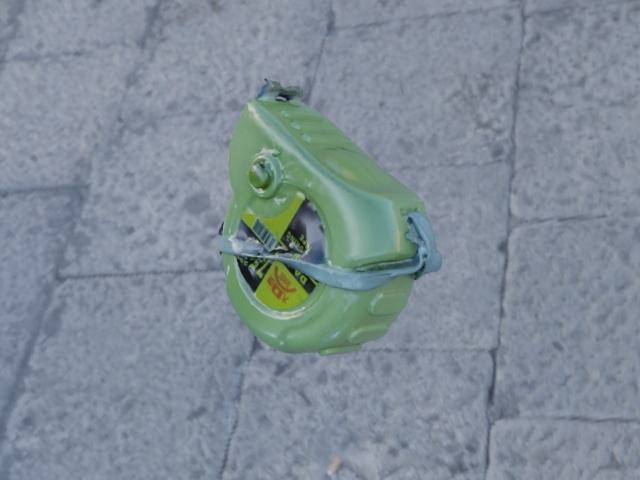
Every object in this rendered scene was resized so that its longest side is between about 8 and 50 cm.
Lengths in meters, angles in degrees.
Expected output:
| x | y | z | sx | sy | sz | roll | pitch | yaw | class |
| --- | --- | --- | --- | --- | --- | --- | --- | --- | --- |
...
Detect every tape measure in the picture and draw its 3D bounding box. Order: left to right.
| x | y | z | sx | sy | sz | roll | pitch | yaw | class |
| --- | --- | --- | --- | --- | --- | --- | --- | --- | --- |
| 0.000 | 0.000 | 0.772 | 0.200 | 0.106 | 0.175 | 40 | 116 | 32 | tape measure |
